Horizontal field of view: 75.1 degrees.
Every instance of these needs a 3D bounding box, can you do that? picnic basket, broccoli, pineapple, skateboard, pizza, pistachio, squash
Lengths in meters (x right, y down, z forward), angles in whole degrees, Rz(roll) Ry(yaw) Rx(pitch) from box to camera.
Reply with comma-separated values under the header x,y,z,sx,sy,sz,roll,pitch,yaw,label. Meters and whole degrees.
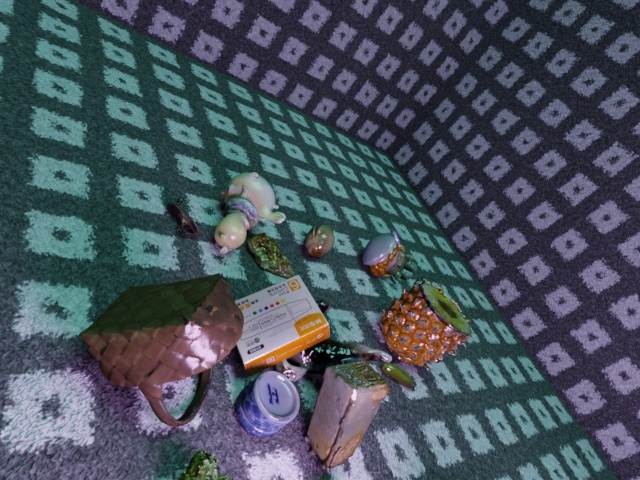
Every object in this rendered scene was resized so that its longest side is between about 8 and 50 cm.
x,y,z,sx,sy,sz,roll,pitch,yaw,label
-0.340,0.272,1.002,0.337,0.337,0.293,37,23,-9,picnic basket
-0.204,0.533,0.845,0.194,0.194,0.220,0,55,-51,broccoli
0.436,0.357,1.749,0.352,0.300,0.353,29,32,-20,pineapple
-0.484,-0.070,1.459,0.151,0.067,0.080,49,38,4,skateboard
-0.192,0.055,1.633,0.147,0.069,0.226,-4,53,-55,pizza
0.000,0.000,1.882,0.144,0.144,0.215,43,23,3,pistachio
0.309,0.530,1.626,0.183,0.052,0.052,38,29,-13,squash

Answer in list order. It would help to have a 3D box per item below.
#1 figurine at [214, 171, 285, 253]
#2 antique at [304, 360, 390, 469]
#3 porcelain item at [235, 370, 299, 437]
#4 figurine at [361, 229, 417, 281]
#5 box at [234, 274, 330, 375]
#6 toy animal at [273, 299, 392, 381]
x,y,z,sx,sy,sz,roll,pitch,yaw,label
-0.278,-0.095,1.592,0.274,0.227,0.394,15,40,6,figurine
0.057,0.482,1.140,0.150,0.285,0.125,9,18,-43,antique
-0.144,0.440,1.120,0.147,0.114,0.147,32,29,-21,porcelain item
0.356,0.112,2.174,0.205,0.224,0.382,40,-6,45,figurine
-0.135,0.246,1.254,0.273,0.091,0.221,-23,51,-18,box
0.030,0.402,1.311,0.344,0.194,0.302,35,32,11,toy animal
